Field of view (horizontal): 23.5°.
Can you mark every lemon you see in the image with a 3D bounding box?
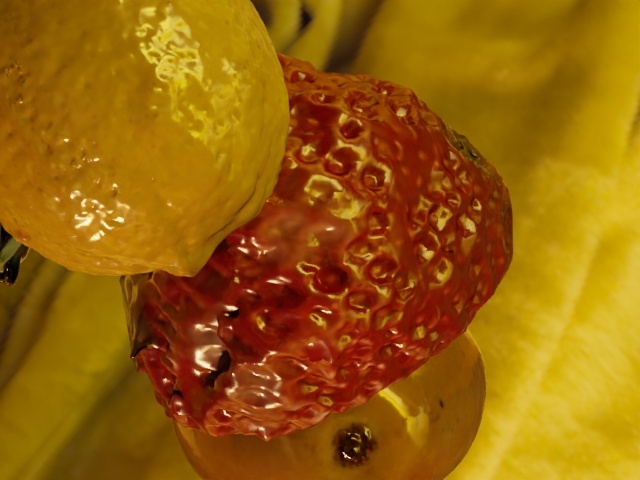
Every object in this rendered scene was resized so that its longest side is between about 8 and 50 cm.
[{"bbox_3d":[-0.107,-0.077,0.774,0.180,0.180,0.193,-33,56,21],"label":"lemon"}]

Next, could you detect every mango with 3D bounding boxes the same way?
[{"bbox_3d":[0.019,0.147,1.578,0.300,0.232,0.445,8,11,13],"label":"mango"}]

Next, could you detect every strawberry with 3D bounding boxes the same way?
[{"bbox_3d":[-0.009,0.000,1.156,0.310,0.292,0.292,-6,37,6],"label":"strawberry"}]

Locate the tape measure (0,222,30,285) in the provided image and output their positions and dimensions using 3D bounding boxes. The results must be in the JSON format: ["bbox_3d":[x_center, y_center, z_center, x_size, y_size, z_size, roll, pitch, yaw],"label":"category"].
[{"bbox_3d":[-0.368,-0.043,1.592,0.107,0.181,0.182,-13,14,-32],"label":"tape measure"}]
